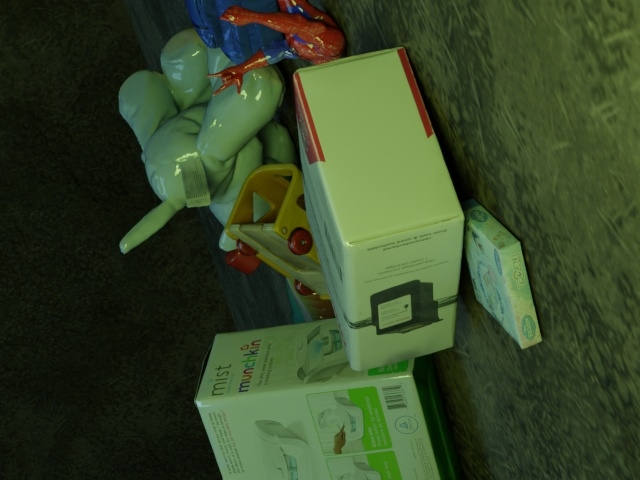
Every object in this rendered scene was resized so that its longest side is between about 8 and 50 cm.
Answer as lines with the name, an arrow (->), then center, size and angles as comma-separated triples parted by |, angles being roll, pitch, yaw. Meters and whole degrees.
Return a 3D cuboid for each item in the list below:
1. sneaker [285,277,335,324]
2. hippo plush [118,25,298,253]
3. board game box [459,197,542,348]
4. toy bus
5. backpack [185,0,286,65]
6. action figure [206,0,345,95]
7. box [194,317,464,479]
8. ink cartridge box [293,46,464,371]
sneaker -> 0.033, 0.143, 1.691 | 0.121, 0.108, 0.302 | 82, 171, -59
hippo plush -> -0.090, -0.105, 1.671 | 0.236, 0.234, 0.294 | 36, -147, -43
board game box -> 0.137, 0.025, 1.057 | 0.090, 0.020, 0.090 | -124, 16, -61
toy bus -> -0.004, -0.006, 1.527 | 0.202, 0.191, 0.104 | 98, -167, -70
backpack -> -0.092, -0.252, 1.498 | 0.098, 0.101, 0.120 | -113, 3, -51
action figure -> -0.067, -0.244, 1.281 | 0.091, 0.139, 0.280 | -152, 39, -78
box -> 0.018, 0.223, 1.451 | 0.127, 0.231, 0.262 | -77, -26, -56
ink cartridge box -> 0.048, -0.019, 1.160 | 0.237, 0.100, 0.172 | 85, 170, -61
